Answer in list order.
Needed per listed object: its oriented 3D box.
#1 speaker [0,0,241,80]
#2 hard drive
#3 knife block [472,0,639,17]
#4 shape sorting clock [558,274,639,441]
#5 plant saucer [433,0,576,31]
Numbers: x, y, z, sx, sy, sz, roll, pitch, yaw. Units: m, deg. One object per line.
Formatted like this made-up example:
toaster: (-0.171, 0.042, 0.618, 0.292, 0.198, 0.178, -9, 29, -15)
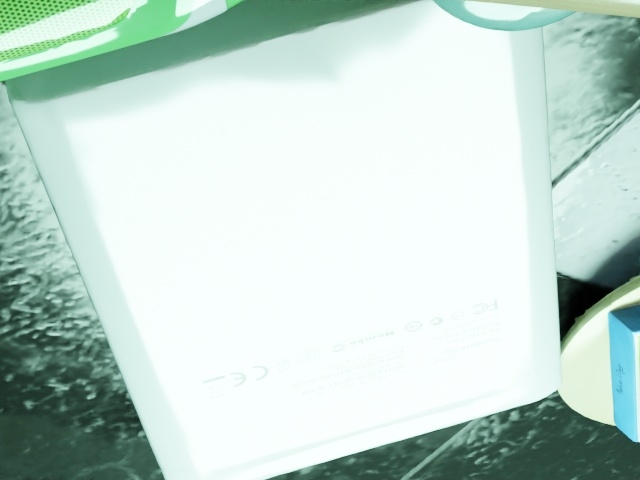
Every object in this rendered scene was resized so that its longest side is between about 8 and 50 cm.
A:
speaker: (-0.169, -0.108, 0.692, 0.296, 0.131, 0.131, -16, 144, -2)
hard drive: (0.000, 0.000, 0.965, 0.233, 0.047, 0.353, -16, 144, -2)
knife block: (-0.048, -0.132, 0.597, 0.276, 0.088, 0.242, 9, 177, -42)
shape sorting clock: (0.237, 0.055, 1.134, 0.206, 0.040, 0.206, -12, 147, -8)
plant saucer: (0.089, -0.140, 0.792, 0.119, 0.021, 0.119, -8, 114, -18)
